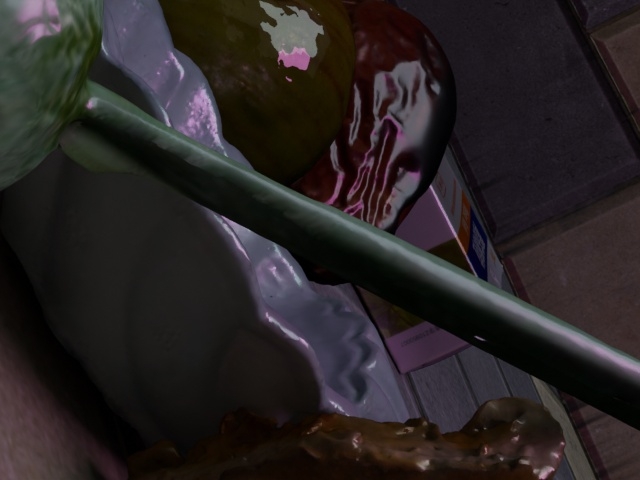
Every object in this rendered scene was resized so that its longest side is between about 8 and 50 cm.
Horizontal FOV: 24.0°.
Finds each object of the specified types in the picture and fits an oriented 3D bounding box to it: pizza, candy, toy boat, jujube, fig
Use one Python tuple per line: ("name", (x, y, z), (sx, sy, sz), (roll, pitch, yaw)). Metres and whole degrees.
("pizza", (-0.011, 0.114, 0.580), (0.161, 0.182, 0.062), (14, 40, -13))
("candy", (0.000, 0.000, 0.496), (0.440, 0.119, 0.119), (28, 24, -20))
("toy boat", (-0.055, 0.011, 0.639), (0.290, 0.100, 0.199), (57, 8, -22))
("jujube", (0.020, -0.070, 1.110), (0.168, 0.168, 0.236), (55, 31, -40))
("fig", (-0.084, -0.125, 0.752), (0.259, 0.151, 0.151), (48, 18, -44))

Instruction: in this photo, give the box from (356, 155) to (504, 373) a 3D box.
("box", (0.056, -0.055, 1.359), (0.299, 0.106, 0.200), (61, 12, -9))
